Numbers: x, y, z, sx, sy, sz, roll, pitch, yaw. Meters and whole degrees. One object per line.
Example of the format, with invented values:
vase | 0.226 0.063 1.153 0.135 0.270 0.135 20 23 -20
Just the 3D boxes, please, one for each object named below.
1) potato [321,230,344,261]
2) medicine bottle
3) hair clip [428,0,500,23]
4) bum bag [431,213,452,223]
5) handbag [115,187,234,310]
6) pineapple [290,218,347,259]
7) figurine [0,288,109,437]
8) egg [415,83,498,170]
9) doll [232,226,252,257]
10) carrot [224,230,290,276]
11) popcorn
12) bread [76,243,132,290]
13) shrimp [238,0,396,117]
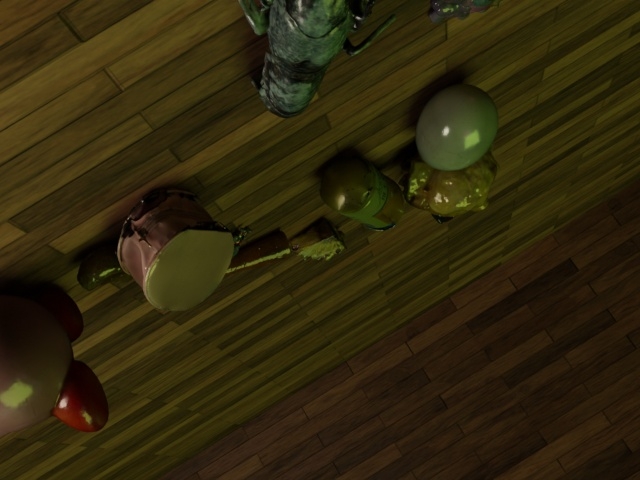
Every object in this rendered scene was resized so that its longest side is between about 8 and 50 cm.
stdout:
potato | 0.024 0.011 1.978 0.045 0.046 0.092 -28 155 -55
medicine bottle | 0.087 -0.097 1.693 0.124 0.124 0.239 -36 160 12
hair clip | 0.234 -0.398 1.218 0.137 0.090 0.278 -16 157 -19
bum bag | 0.339 -0.117 2.101 0.142 0.080 0.326 -37 160 4
handbag | -0.243 0.013 1.381 0.205 0.116 0.179 5 115 -59
pineapple | 0.000 0.000 1.877 0.137 0.069 0.116 -19 158 -30
figurine | -0.498 0.188 1.331 0.261 0.270 0.211 -13 149 -19
egg | 0.263 -0.215 1.622 0.151 0.151 0.209 -23 160 -26
doll | -0.185 0.017 1.677 0.114 0.039 0.057 -45 -159 12
carrot | -0.167 0.041 1.752 0.209 0.061 0.061 -20 158 -19
popcorn | 0.292 -0.135 1.818 0.253 0.190 0.191 -19 151 -24
bread | -0.360 0.039 1.422 0.082 0.060 0.113 -43 160 31
shrimp | -0.015 -0.279 1.035 0.221 0.166 0.411 2 146 -12
